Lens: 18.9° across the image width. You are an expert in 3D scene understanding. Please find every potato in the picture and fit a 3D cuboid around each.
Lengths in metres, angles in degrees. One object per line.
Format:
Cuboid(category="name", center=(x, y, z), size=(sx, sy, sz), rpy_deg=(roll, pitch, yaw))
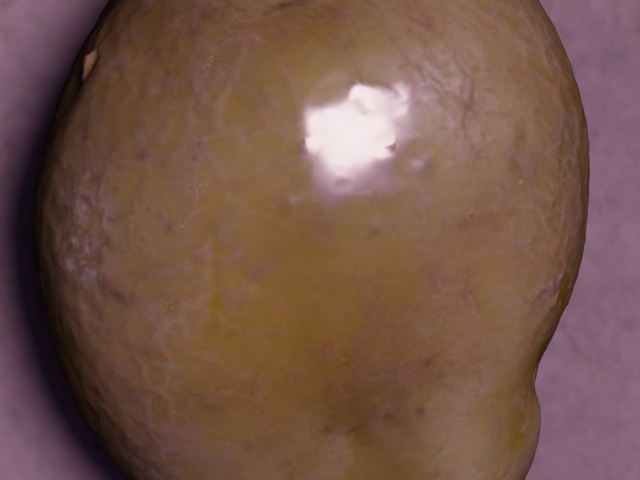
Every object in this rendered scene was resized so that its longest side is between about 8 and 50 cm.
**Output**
Cuboid(category="potato", center=(0.000, 0.000, 0.633), size=(0.177, 0.160, 0.235), rpy_deg=(-5, 106, 14))
